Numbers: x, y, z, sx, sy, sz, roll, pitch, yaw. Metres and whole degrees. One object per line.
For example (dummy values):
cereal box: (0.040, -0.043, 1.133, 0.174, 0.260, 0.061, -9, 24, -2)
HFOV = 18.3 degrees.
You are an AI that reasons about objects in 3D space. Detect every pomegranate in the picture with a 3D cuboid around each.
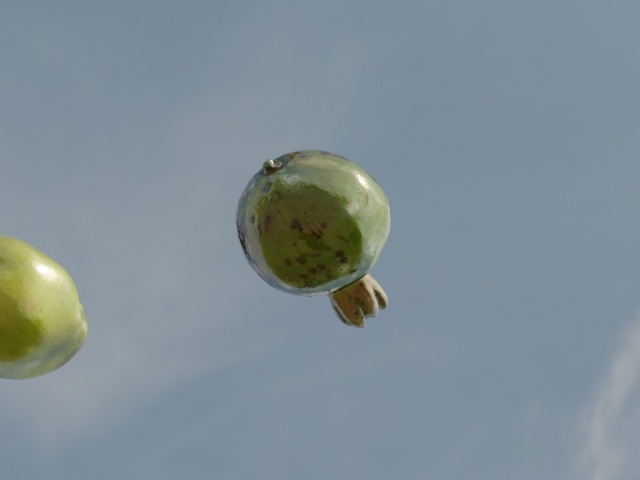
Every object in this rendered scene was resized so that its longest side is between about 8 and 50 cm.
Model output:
pomegranate: (-0.004, -0.001, 0.904, 0.073, 0.073, 0.084, 3, -50, 6)

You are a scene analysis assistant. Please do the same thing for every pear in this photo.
pear: (-0.183, 0.039, 1.160, 0.097, 0.092, 0.092, 15, -64, -32)
